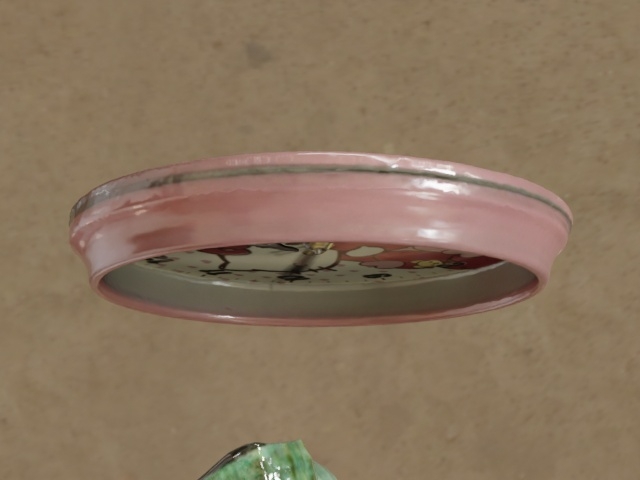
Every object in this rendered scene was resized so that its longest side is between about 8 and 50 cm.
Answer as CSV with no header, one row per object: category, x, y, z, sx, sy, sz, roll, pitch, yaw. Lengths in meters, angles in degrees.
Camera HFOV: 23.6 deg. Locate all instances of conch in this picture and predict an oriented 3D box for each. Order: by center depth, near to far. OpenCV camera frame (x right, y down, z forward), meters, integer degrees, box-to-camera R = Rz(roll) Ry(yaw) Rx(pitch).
conch,-0.040,0.242,1.310,0.122,0.188,0.175,27,103,18

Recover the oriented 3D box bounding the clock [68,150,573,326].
clock,0.000,-0.001,0.748,0.244,0.244,0.056,-8,76,30
